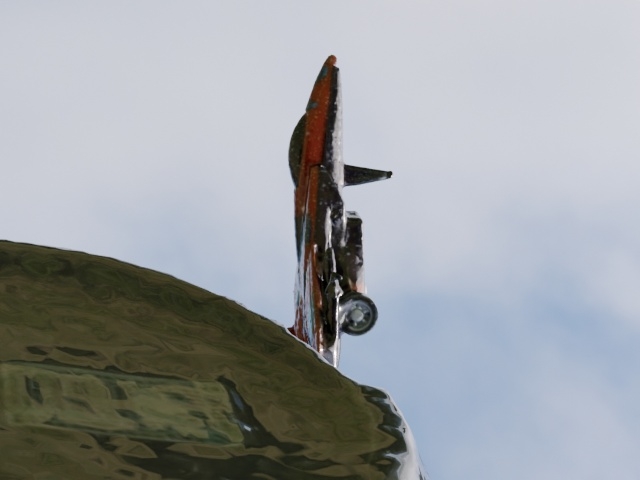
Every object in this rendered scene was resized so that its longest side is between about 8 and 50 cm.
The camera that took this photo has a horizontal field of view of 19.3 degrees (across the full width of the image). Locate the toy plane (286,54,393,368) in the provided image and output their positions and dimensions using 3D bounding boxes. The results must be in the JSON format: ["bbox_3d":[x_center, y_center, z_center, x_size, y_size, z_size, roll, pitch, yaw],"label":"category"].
[{"bbox_3d":[0.003,0.001,0.968,0.061,0.189,0.130,12,-169,-7],"label":"toy plane"}]

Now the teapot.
[{"bbox_3d":[-0.090,0.189,0.555,0.300,0.344,0.253,-1,-157,-34],"label":"teapot"}]
